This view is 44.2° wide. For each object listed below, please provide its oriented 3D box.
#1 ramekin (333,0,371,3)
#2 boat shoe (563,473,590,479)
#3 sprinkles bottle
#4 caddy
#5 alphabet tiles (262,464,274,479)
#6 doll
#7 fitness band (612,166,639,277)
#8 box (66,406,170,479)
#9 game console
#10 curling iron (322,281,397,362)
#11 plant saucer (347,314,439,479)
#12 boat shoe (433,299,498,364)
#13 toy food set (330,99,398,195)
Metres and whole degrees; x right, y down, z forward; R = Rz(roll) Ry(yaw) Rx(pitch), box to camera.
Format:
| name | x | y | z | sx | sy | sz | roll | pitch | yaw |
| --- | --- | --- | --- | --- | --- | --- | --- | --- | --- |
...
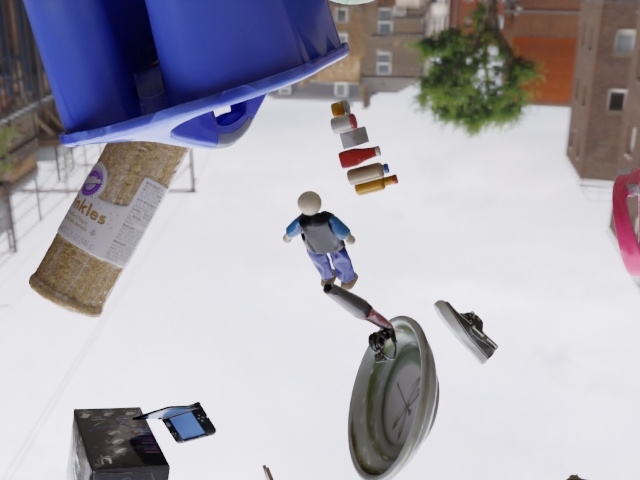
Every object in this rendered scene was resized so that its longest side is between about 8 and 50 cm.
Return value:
| name | x | y | z | sx | sy | sz | roll | pitch | yaw |
| --- | --- | --- | --- | --- | --- | --- | --- | --- | --- |
| ramekin | 0.070 | -0.666 | 1.709 | 0.303 | 0.304 | 0.148 | -6 | 171 | -16 |
| boat shoe | 0.391 | 0.421 | 1.236 | 0.123 | 0.116 | 0.324 | 26 | 170 | 35 |
| sprinkles bottle | -0.298 | -0.064 | 1.177 | 0.121 | 0.355 | 0.121 | 28 | 179 | 0 |
| caddy | -0.110 | -0.176 | 0.741 | 0.241 | 0.179 | 0.341 | -10 | -163 | 20 |
| alphabet tiles | -0.051 | 0.492 | 1.302 | 0.009 | 0.237 | 0.198 | -19 | -144 | -12 |
| doll | 0.000 | 0.000 | 1.242 | 0.129 | 0.189 | 0.046 | 5 | -133 | 26 |
| fitness band | 0.671 | -0.042 | 1.661 | 0.054 | 0.209 | 0.291 | -10 | -165 | 32 |
| box | -0.395 | 0.448 | 1.514 | 0.143 | 0.165 | 0.270 | 4 | -169 | -25 |
| game console | -0.281 | 0.356 | 1.520 | 0.122 | 0.107 | 0.071 | -23 | -169 | 37 |
| curling iron | 0.065 | 0.115 | 1.159 | 0.035 | 0.274 | 0.068 | -11 | -119 | 17 |
| plant saucer | 0.189 | 0.383 | 1.877 | 0.100 | 0.401 | 0.400 | 17 | -165 | -18 |
| boat shoe | 0.341 | 0.200 | 1.844 | 0.070 | 0.219 | 0.078 | -43 | -149 | -2 |
| toy food set | 0.101 | -0.220 | 1.848 | 0.104 | 0.232 | 0.111 | -13 | -169 | 16 |
